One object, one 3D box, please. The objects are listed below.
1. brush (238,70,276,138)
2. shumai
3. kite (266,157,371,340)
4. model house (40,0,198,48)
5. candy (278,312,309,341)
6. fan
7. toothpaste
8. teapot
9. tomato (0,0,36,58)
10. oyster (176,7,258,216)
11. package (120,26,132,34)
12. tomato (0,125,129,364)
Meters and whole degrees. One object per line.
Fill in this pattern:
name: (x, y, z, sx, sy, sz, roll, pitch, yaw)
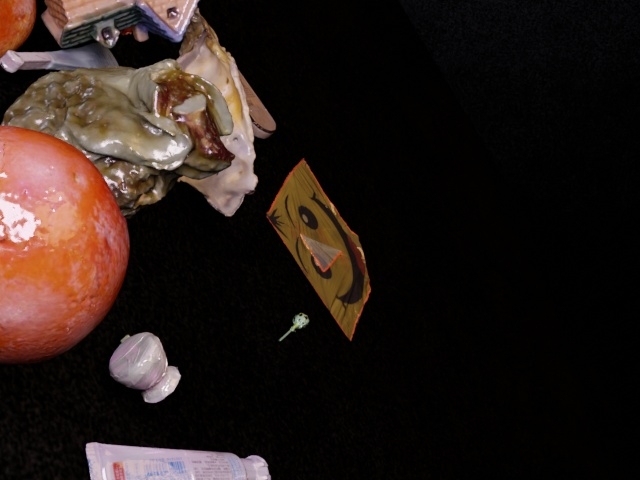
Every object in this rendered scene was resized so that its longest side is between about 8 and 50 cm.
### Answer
brush: (-0.186, -0.289, 1.476, 0.327, 0.065, 0.070, 57, 29, 11)
shumai: (-0.220, -0.131, 1.043, 0.189, 0.218, 0.256, 59, 26, -22)
kite: (-0.002, 0.001, 1.589, 0.327, 0.013, 0.377, 24, 45, -54)
model house: (-0.248, -0.313, 1.117, 0.166, 0.183, 0.172, 37, -39, 47)
candy: (-0.041, 0.133, 1.358, 0.025, 0.023, 0.083, 23, 26, 15)
fan: (-0.322, -0.228, 1.130, 0.057, 0.023, 0.282, 61, 15, -2)
toothpaste: (-0.149, 0.259, 0.974, 0.234, 0.057, 0.089, 16, 49, -51)
teapot: (-0.195, 0.139, 1.001, 0.064, 0.064, 0.083, 56, -8, -34)
tomato: (-0.406, -0.313, 0.994, 0.237, 0.095, 0.237, 46, 28, -33)
oyster: (-0.179, -0.186, 1.320, 0.271, 0.100, 0.275, -65, 136, -59)
package: (-0.341, -0.435, 1.236, 0.223, 0.108, 0.288, 29, 50, -41)
tomato: (-0.268, 0.005, 0.798, 0.184, 0.208, 0.208, 18, 49, -56)
